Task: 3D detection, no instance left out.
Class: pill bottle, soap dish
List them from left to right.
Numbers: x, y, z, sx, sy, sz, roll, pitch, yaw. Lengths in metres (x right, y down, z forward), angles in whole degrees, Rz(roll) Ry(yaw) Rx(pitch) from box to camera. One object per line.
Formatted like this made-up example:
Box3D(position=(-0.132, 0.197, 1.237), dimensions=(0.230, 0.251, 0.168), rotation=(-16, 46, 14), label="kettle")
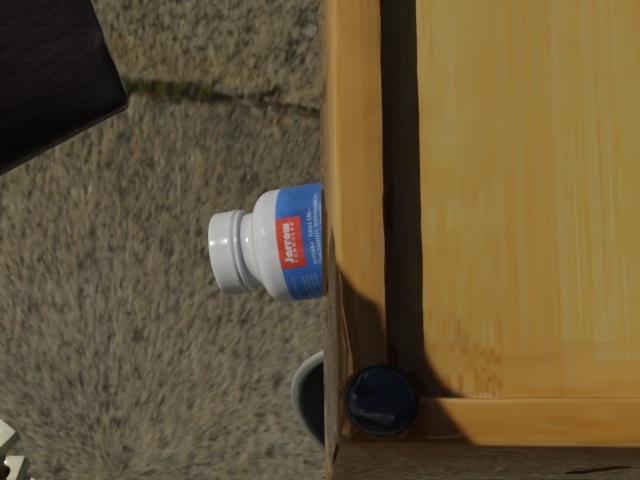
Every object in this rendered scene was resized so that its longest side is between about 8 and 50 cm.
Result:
Box3D(position=(0.000, 0.000, 1.244), dimensions=(0.222, 0.124, 0.124), rotation=(-10, 80, 12), label="pill bottle")
Box3D(position=(0.105, -0.051, 0.424), dimensions=(0.229, 0.118, 0.290), rotation=(-1, 87, 13), label="soap dish")

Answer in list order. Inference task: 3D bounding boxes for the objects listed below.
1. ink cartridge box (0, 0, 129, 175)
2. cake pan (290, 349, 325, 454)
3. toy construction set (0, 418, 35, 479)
Box3D(position=(-0.241, -0.126, 0.403), dimensions=(0.304, 0.072, 0.307), rotation=(-37, 119, -37), label="ink cartridge box")
Box3D(position=(0.118, 0.162, 1.028), dimensions=(0.293, 0.293, 0.054), rotation=(28, 55, -3), label="cake pan")
Box3D(position=(-0.220, 0.280, 1.073), dimensions=(0.151, 0.327, 0.215), rotation=(-31, 42, 14), label="toy construction set")
